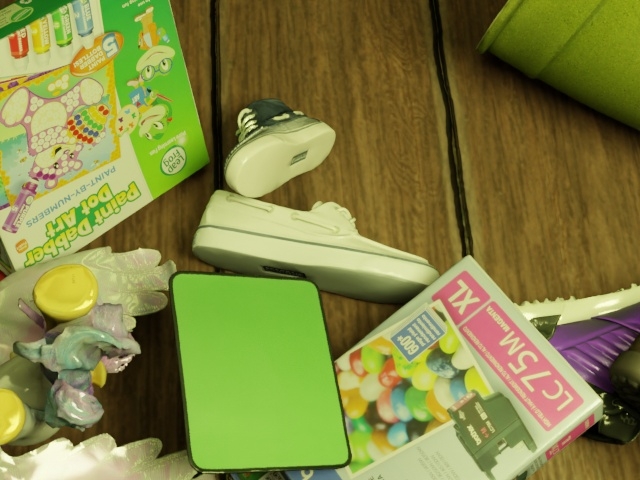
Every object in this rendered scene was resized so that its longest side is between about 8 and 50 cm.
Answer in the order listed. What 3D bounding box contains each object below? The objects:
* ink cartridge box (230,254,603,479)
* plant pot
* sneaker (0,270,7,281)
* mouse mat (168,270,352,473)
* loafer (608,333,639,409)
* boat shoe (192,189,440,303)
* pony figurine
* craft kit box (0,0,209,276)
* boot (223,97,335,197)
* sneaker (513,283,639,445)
[{"bbox_3d":[0.076,0.179,0.880,0.311,0.065,0.186,-39,63,0],"label":"ink cartridge box"},{"bbox_3d":[0.415,-0.246,1.013,0.353,0.366,0.366,37,68,1],"label":"plant pot"},{"bbox_3d":[-0.291,0.055,0.986,0.067,0.042,0.118,-37,79,-13],"label":"sneaker"},{"bbox_3d":[-0.054,0.113,0.856,0.152,0.007,0.190,5,58,-26],"label":"mouse mat"},{"bbox_3d":[0.438,0.164,0.860,0.365,0.134,0.130,32,82,-11],"label":"loafer"},{"bbox_3d":[0.000,0.000,0.994,0.258,0.095,0.084,13,69,3],"label":"boat shoe"},{"bbox_3d":[-0.260,0.134,0.807,0.350,0.363,0.303,-9,72,-19],"label":"pony figurine"},{"bbox_3d":[-0.238,-0.119,0.939,0.061,0.247,0.250,32,57,33],"label":"craft kit box"},{"bbox_3d":[-0.065,-0.102,1.020,0.086,0.069,0.190,32,25,18],"label":"boot"},{"bbox_3d":[0.298,0.125,0.947,0.293,0.102,0.146,-11,65,1],"label":"sneaker"}]
